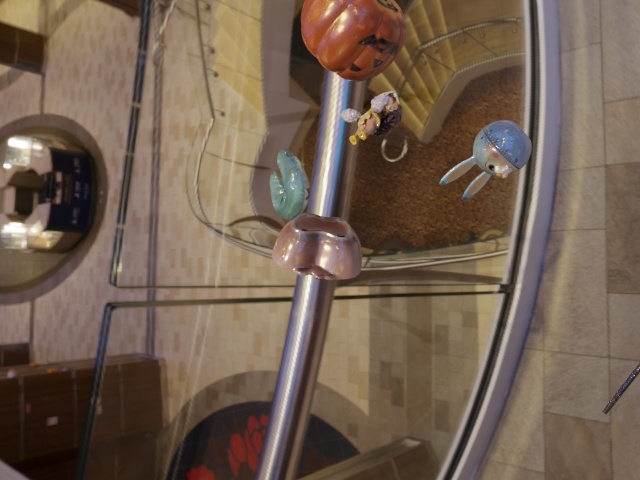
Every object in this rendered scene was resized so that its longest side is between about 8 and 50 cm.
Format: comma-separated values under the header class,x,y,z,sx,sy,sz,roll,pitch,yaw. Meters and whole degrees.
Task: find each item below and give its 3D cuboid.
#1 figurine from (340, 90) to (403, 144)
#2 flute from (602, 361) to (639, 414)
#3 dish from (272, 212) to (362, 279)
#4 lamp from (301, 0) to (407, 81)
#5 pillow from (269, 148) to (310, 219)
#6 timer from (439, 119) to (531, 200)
class,x,y,z,sx,sy,sz,roll,pitch,yaw
figurine,0.163,-0.366,1.571,0.175,0.240,0.115,-12,107,43
flute,0.678,0.271,1.114,0.014,0.014,0.269,41,121,36
dish,0.000,0.000,1.177,0.213,0.213,0.090,34,126,38
lamp,0.052,-0.370,0.924,0.164,0.188,0.187,-43,60,38
pillow,-0.108,-0.179,1.712,0.214,0.086,0.233,64,153,22
timer,0.487,-0.220,1.496,0.175,0.175,0.255,40,100,37
